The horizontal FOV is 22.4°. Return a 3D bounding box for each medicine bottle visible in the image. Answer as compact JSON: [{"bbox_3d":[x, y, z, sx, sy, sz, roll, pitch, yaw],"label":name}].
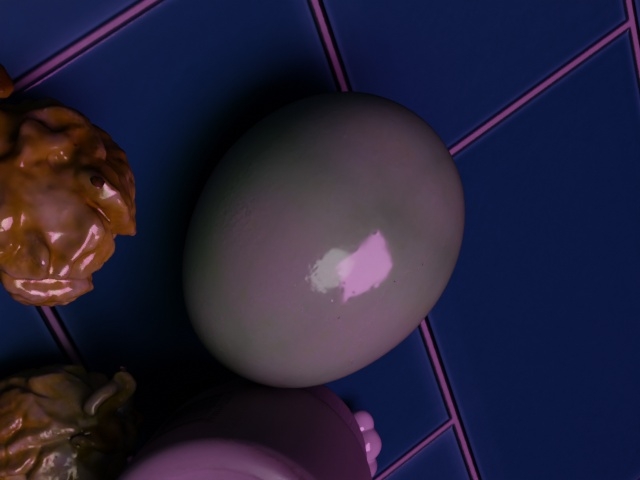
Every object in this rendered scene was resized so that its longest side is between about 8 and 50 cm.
[{"bbox_3d":[-0.061,0.230,1.381,0.208,0.208,0.340,-61,178,9],"label":"medicine bottle"}]

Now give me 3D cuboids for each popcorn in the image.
[{"bbox_3d":[-0.239,-0.038,1.206,0.195,0.168,0.173,26,136,-35],"label":"popcorn"},{"bbox_3d":[-0.226,0.170,1.362,0.135,0.162,0.141,31,57,-23],"label":"popcorn"}]

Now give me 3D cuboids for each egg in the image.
[{"bbox_3d":[0.000,0.000,1.381,0.270,0.220,0.220,-48,136,8],"label":"egg"}]

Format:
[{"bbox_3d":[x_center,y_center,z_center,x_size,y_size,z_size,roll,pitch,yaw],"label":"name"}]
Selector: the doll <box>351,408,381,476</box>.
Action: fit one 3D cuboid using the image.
[{"bbox_3d":[-0.008,0.220,1.627,0.162,0.062,0.106,-9,126,-35],"label":"doll"}]
